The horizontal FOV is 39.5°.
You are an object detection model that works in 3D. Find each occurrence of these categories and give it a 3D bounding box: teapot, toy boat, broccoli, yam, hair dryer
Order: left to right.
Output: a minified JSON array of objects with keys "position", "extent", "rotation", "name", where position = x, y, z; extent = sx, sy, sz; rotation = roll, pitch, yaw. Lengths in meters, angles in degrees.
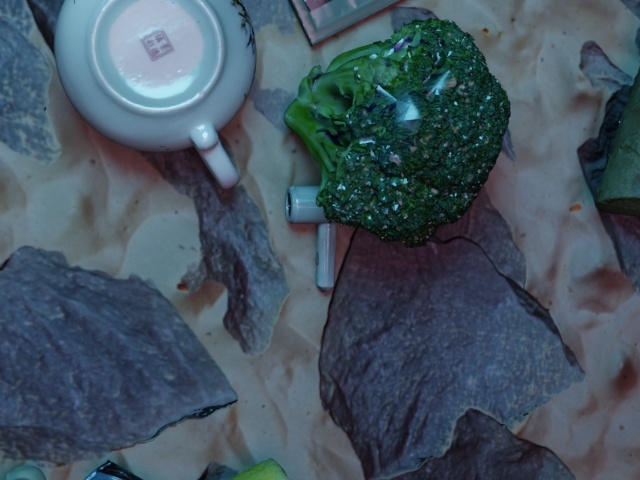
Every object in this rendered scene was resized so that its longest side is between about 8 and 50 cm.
[{"position":[-0.222,0.314,1.058],"extent":[0.137,0.060,0.061],"rotation":[39,65,-21],"name":"toy boat"},{"position":[-0.170,-0.185,0.963],"extent":[0.208,0.166,0.300],"rotation":[-31,112,-17],"name":"teapot"},{"position":[0.000,0.000,1.085],"extent":[0.082,0.047,0.137],"rotation":[-3,106,-14],"name":"hair dryer"},{"position":[0.091,-0.127,1.008],"extent":[0.294,0.245,0.265],"rotation":[-39,142,-29],"name":"broccoli"},{"position":[0.463,-0.148,1.131],"extent":[0.161,0.161,0.268],"rotation":[17,92,-17],"name":"yam"}]

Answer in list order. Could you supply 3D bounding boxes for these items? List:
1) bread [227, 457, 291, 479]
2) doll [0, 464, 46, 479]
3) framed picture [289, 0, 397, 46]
[{"position":[-0.080,0.335,1.076],"extent":[0.114,0.111,0.129],"rotation":[-28,127,-15],"name":"bread"},{"position":[-0.433,0.300,0.971],"extent":[0.275,0.113,0.155],"rotation":[7,99,-17],"name":"doll"},{"position":[0.014,-0.398,1.039],"extent":[0.209,0.019,0.281],"rotation":[-31,105,-9],"name":"framed picture"}]
